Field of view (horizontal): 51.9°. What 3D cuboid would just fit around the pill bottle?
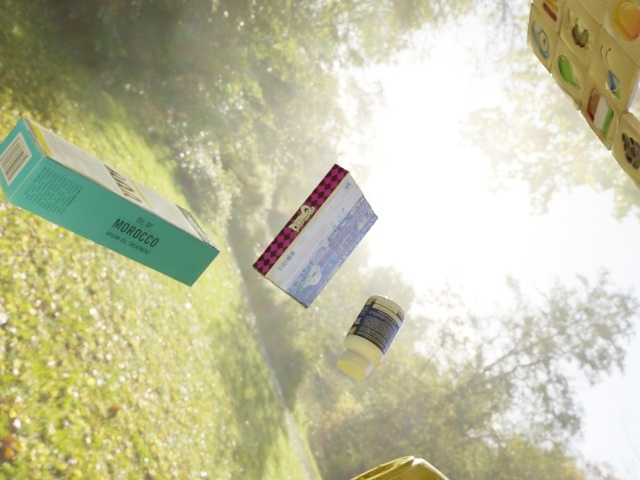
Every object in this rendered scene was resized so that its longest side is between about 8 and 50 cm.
[{"bbox_3d":[0.074,0.147,0.991,0.067,0.120,0.067,25,-31,16],"label":"pill bottle"}]

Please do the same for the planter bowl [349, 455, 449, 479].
[{"bbox_3d":[0.077,0.300,0.728,0.217,0.217,0.090,74,-8,-75],"label":"planter bowl"}]

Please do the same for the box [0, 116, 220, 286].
[{"bbox_3d":[-0.231,-0.036,0.734,0.244,0.060,0.100,34,8,-46],"label":"box"}]

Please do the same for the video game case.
[{"bbox_3d":[0.000,0.000,1.197,0.042,0.232,0.210,36,-5,28],"label":"video game case"}]

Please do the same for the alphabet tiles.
[{"bbox_3d":[0.174,-0.136,0.357,0.237,0.009,0.198,74,-5,-58],"label":"alphabet tiles"}]
